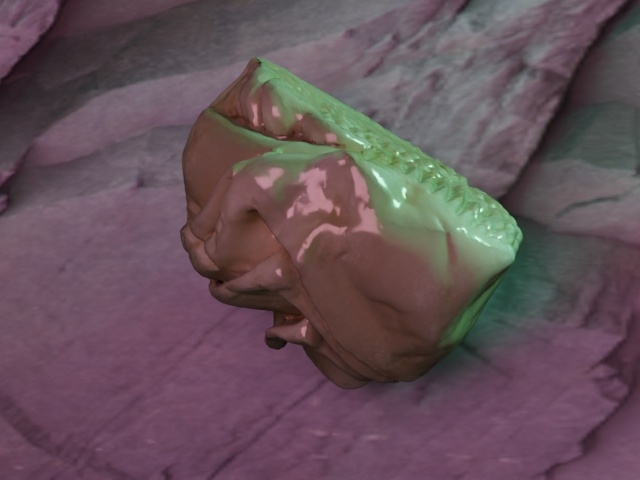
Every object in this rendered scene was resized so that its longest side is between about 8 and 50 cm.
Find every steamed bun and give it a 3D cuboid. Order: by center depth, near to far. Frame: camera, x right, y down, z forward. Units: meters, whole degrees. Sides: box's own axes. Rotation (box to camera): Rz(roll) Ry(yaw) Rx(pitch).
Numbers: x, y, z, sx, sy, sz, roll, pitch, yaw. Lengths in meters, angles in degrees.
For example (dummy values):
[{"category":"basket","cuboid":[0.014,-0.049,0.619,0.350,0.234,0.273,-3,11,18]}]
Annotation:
[{"category":"steamed bun","cuboid":[0.000,-0.001,1.432,0.289,0.276,0.203,31,101,5]}]
